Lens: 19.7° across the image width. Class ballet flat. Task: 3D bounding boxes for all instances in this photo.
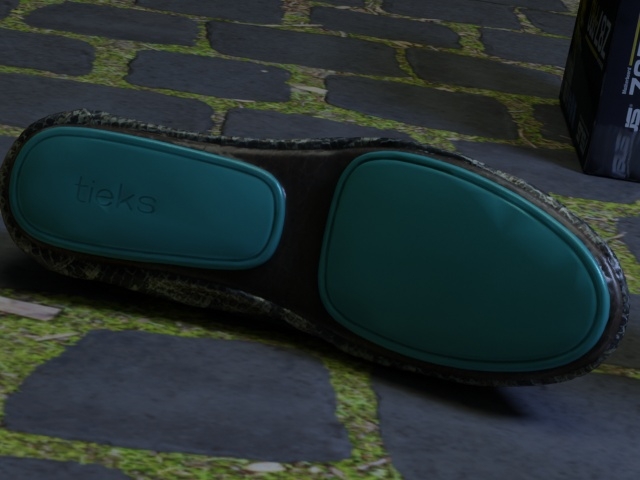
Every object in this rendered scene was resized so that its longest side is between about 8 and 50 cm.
[{"bbox_3d":[0.000,0.000,1.381,0.483,0.164,0.182,12,-3,15],"label":"ballet flat"}]

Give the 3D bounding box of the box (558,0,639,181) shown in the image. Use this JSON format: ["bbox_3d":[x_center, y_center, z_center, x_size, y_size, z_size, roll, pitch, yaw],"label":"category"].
[{"bbox_3d":[0.362,-0.268,2.130,0.097,0.318,0.395,8,18,1],"label":"box"}]
